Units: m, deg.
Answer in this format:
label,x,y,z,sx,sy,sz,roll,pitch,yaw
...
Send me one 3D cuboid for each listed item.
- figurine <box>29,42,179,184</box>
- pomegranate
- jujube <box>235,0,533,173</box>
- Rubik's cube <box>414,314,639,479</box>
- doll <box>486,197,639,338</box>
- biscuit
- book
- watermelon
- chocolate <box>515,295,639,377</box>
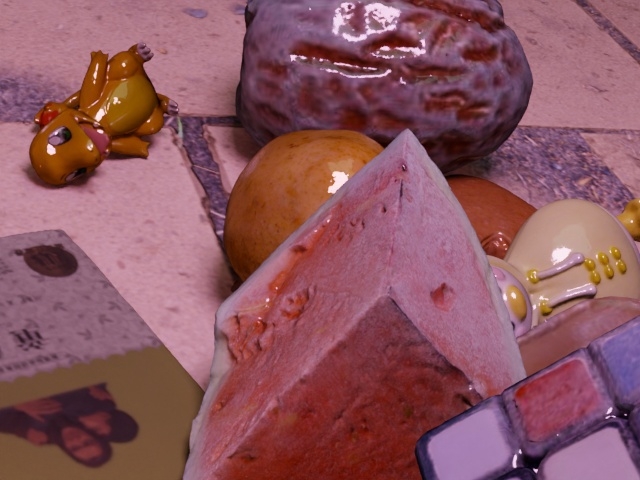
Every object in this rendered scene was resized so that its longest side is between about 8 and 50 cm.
label,x,y,z,sx,sy,sz,roll,pitch,yaw
figurine,-0.235,-0.118,1.189,0.122,0.121,0.176,-1,35,29
pomegranate,0.000,0.000,1.030,0.196,0.196,0.196,11,33,-7
jujube,0.067,-0.173,1.265,0.307,0.216,0.246,5,6,-5
Rubik's cube,0.258,0.210,0.615,0.293,0.292,0.287,-29,36,10
doll,0.201,0.045,1.079,0.296,0.117,0.141,-21,92,-38
biscuit,0.159,-0.004,1.214,0.192,0.036,0.186,-17,47,-38
book,-0.214,0.109,0.897,0.239,0.035,0.352,-13,42,-40
watermelon,0.022,0.087,0.858,0.256,0.260,0.176,56,13,23
chocolate,0.207,0.145,0.967,0.261,0.083,0.161,-22,44,-27
